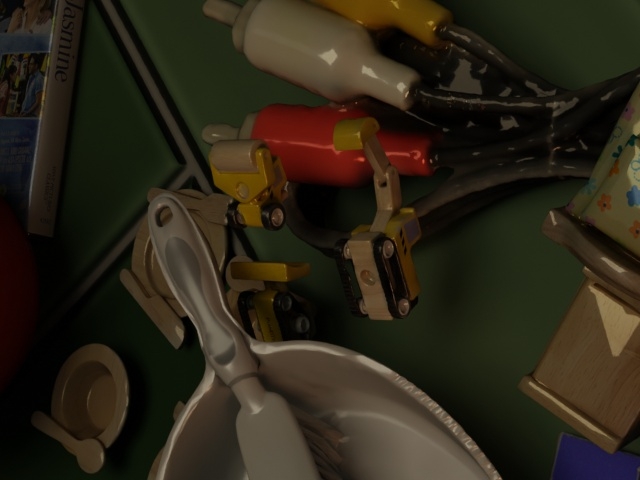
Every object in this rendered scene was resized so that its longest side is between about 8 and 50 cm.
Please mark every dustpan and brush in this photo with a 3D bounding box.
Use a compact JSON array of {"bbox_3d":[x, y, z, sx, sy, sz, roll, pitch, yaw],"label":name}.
[{"bbox_3d":[-0.019,0.073,0.562,0.147,0.060,0.211,-32,58,13],"label":"dustpan and brush"}]

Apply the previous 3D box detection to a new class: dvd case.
[{"bbox_3d":[-0.199,-0.123,0.835,0.180,0.022,0.253,0,80,41],"label":"dvd case"}]

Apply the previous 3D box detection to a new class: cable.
[{"bbox_3d":[0.065,-0.043,0.560,0.287,0.072,0.140,18,97,41],"label":"cable"}]

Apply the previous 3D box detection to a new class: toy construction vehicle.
[{"bbox_3d":[0.000,0.000,0.586,0.085,0.035,0.098,-3,113,39],"label":"toy construction vehicle"}]

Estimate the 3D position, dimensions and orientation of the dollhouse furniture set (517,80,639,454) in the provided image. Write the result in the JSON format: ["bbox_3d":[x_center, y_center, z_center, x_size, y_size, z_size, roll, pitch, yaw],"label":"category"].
[{"bbox_3d":[0.154,0.019,0.434,0.161,0.101,0.182,35,112,24],"label":"dollhouse furniture set"}]

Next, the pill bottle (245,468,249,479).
[{"bbox_3d":[-0.001,0.123,0.596,0.043,0.043,0.083,-47,54,22],"label":"pill bottle"}]

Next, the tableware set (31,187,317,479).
[{"bbox_3d":[-0.066,0.061,0.682,0.141,0.020,0.169,32,102,40],"label":"tableware set"}]

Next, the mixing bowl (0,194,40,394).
[{"bbox_3d":[-0.208,0.025,0.742,0.181,0.098,0.182,12,109,37],"label":"mixing bowl"}]

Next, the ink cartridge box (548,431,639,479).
[{"bbox_3d":[0.131,0.183,0.471,0.208,0.045,0.206,11,88,43],"label":"ink cartridge box"}]
